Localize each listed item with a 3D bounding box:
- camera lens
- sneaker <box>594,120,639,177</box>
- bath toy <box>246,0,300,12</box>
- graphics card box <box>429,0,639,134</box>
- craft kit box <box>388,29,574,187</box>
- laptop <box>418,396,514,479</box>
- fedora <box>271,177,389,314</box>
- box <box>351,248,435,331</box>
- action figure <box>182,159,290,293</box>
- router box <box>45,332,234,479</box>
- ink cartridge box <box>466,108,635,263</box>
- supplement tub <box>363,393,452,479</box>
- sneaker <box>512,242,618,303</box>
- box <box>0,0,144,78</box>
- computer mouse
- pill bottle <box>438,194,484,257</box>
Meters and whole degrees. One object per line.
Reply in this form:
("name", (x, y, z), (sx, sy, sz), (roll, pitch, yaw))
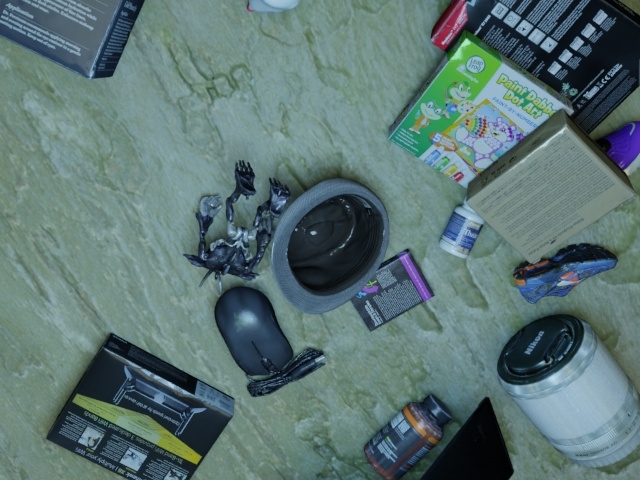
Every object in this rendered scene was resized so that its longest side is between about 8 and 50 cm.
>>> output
("camera lens", (0.525, 0.309, 1.390), (0.219, 0.219, 0.274), (-39, 105, 6))
("sneaker", (0.521, -0.154, 1.328), (0.293, 0.102, 0.146), (-44, 103, 7))
("bath toy", (-0.163, -0.546, 1.154), (0.348, 0.129, 0.151), (50, 53, -18))
("graphics card box", (0.420, -0.375, 1.221), (0.371, 0.094, 0.232), (29, 128, -10))
("craft kit box", (0.300, -0.230, 1.264), (0.250, 0.061, 0.246), (29, 123, -12))
("laptop", (0.186, 0.531, 1.434), (0.408, 0.236, 0.382), (-5, 138, 22))
("fedora", (0.000, 0.000, 1.290), (0.275, 0.124, 0.243), (-43, 119, -16))
("box", (0.144, 0.106, 1.402), (0.162, 0.029, 0.116), (-30, 104, 2))
("action figure", (-0.161, -0.022, 1.289), (0.164, 0.140, 0.275), (21, 128, -19))
("router box", (-0.375, 0.376, 1.398), (0.309, 0.081, 0.243), (32, 99, -12))
("ink cartridge box", (0.426, -0.097, 1.244), (0.193, 0.088, 0.235), (41, 123, -14))
("supplement tub", (0.196, 0.429, 1.451), (0.106, 0.106, 0.198), (43, 98, -14))
("sneaker", (0.522, 0.071, 1.409), (0.221, 0.083, 0.087), (-16, 119, 5))
("box", (-0.466, -0.491, 1.112), (0.343, 0.179, 0.312), (26, 102, -11))
("computer mouse", (-0.118, 0.214, 1.359), (0.189, 0.072, 0.272), (-27, 117, 5))
("pill bottle", (0.297, -0.029, 1.359), (0.067, 0.067, 0.120), (21, 102, -10))
